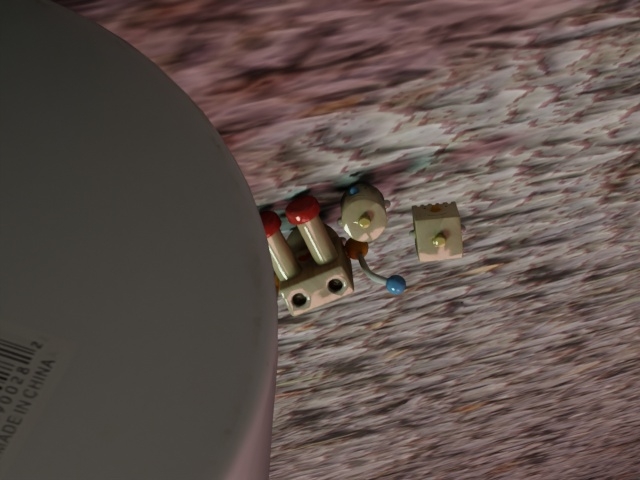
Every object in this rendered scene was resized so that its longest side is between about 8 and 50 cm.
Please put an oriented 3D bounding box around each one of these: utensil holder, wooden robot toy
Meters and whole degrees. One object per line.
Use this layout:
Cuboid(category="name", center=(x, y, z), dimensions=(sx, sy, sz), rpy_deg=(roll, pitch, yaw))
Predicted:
Cuboid(category="utensil holder", center=(-0.182, 0.131, 0.735), dimensions=(0.328, 0.327, 0.385), rpy_deg=(-14, 144, -17))
Cuboid(category="wooden robot toy", center=(0.000, 0.000, 1.190), dimensions=(0.173, 0.076, 0.079), rpy_deg=(-21, -160, 7))
